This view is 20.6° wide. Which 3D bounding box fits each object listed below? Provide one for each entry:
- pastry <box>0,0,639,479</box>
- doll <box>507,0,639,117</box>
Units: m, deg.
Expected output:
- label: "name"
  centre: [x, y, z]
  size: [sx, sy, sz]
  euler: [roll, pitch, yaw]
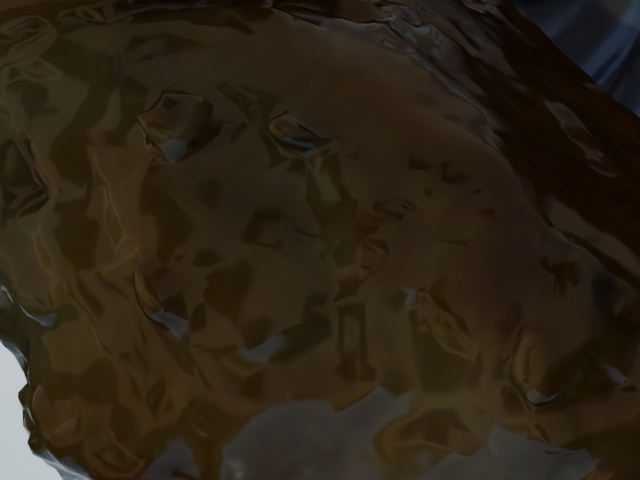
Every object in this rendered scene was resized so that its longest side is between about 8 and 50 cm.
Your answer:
- label: "pastry"
  centre: [0.000, 0.000, 0.512]
  size: [0.255, 0.311, 0.162]
  euler: [4, 128, -53]
- label: "doll"
  centre: [0.180, -0.055, 0.673]
  size: [0.339, 0.318, 0.209]
  euler: [-17, -129, 57]
